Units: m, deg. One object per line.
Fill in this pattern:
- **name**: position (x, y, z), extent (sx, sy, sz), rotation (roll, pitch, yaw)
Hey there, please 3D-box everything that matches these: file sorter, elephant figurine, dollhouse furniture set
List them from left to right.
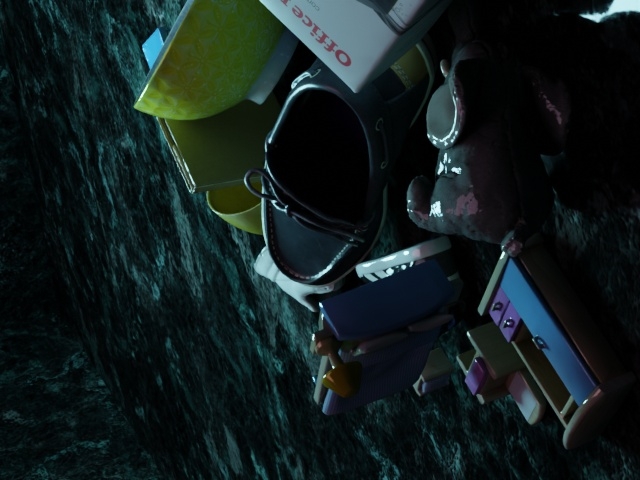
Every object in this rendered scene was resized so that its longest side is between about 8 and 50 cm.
- **file sorter**: position (-0.200, -0.260, 2.335), extent (0.170, 0.104, 0.118), rotation (70, 159, 0)
- **dollhouse furniture set**: position (0.134, 0.175, 1.584), extent (0.198, 0.303, 0.286), rotation (61, 158, 27)
- **elephant figurine**: position (0.168, -0.127, 1.469), extent (0.186, 0.169, 0.239), rotation (12, 106, 34)

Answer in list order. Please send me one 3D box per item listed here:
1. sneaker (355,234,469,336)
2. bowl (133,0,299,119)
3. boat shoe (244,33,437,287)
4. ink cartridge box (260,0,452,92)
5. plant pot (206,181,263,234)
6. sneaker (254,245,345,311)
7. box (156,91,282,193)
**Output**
- **sneaker**: position (0.116, 0.070, 1.858), extent (0.217, 0.079, 0.121), rotation (-22, 87, 69)
- **bowl**: position (-0.122, -0.273, 2.002), extent (0.156, 0.289, 0.289), rotation (29, 163, -11)
- **boat shoe**: position (0.003, -0.083, 1.805), extent (0.187, 0.156, 0.500), rotation (35, 145, 7)
- **ink cartridge box**: position (0.050, -0.325, 1.430), extent (0.223, 0.129, 0.307), rotation (44, 146, 3)
- **plant pot**: position (-0.094, -0.063, 2.237), extent (0.134, 0.134, 0.095), rotation (47, 175, 47)
- **sneaker**: position (0.000, 0.000, 2.101), extent (0.129, 0.111, 0.297), rotation (44, 154, 10)
- **box**: position (-0.131, -0.155, 2.117), extent (0.021, 0.201, 0.164), rotation (-51, 59, 49)
